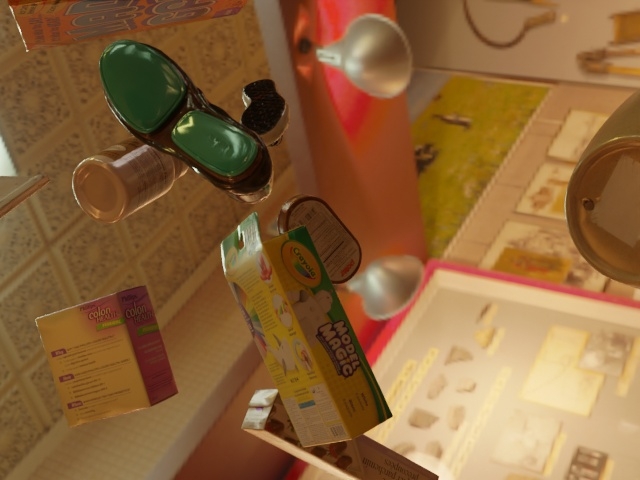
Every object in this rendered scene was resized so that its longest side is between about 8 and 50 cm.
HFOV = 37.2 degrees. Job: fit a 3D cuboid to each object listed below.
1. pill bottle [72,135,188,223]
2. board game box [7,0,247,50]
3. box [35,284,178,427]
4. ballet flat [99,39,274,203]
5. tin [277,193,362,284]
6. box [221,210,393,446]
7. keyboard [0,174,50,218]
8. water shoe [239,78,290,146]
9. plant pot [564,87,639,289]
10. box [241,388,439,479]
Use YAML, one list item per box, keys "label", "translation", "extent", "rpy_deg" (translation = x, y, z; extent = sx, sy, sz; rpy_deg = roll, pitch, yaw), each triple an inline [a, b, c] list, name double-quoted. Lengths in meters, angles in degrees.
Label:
- label: "pill bottle"
  translation: [-0.356, -0.131, 1.832]
  extent: [0.229, 0.131, 0.131]
  rpy_deg: [-41, -46, -55]
- label: "board game box"
  translation: [-0.300, -0.507, 1.378]
  extent: [0.356, 0.356, 0.356]
  rpy_deg: [-14, -85, -13]
- label: "box"
  translation: [-0.445, 0.242, 1.991]
  extent: [0.117, 0.213, 0.243]
  rpy_deg: [-17, -91, -68]
- label: "ballet flat"
  translation: [-0.154, -0.126, 1.088]
  extent: [0.095, 0.280, 0.096]
  rpy_deg: [-44, -30, -6]
- label: "tin"
  translation: [0.000, 0.000, 1.741]
  extent: [0.106, 0.040, 0.190]
  rpy_deg: [-45, -68, -12]
- label: "box"
  translation: [-0.018, 0.066, 0.729]
  extent: [0.043, 0.105, 0.179]
  rpy_deg: [-24, -94, -26]
- label: "keyboard"
  translation: [-0.410, -0.051, 1.194]
  extent: [0.256, 0.072, 0.014]
  rpy_deg: [-88, -5, -74]
- label: "water shoe"
  translation: [-0.073, -0.169, 1.387]
  extent: [0.203, 0.073, 0.080]
  rpy_deg: [-96, -10, -60]
- label: "plant pot"
  translation: [0.345, -0.050, 0.876]
  extent: [0.274, 0.256, 0.256]
  rpy_deg: [-15, -66, -46]
- label: "box"
  translation: [0.034, 0.308, 1.377]
  extent: [0.324, 0.067, 0.063]
  rpy_deg: [33, -114, -27]
